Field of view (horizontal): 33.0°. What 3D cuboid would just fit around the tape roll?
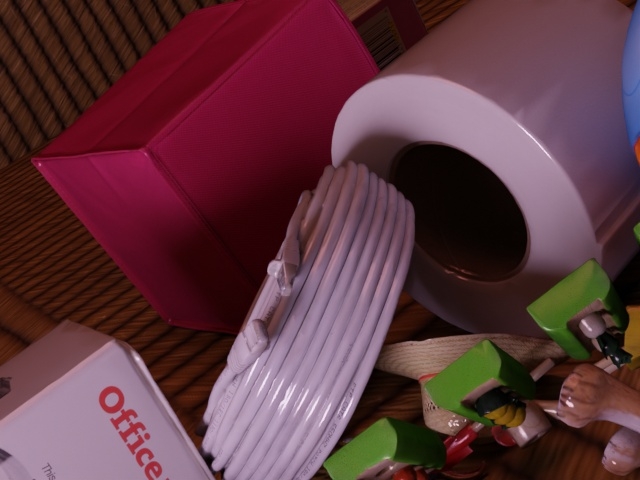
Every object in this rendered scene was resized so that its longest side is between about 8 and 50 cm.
[{"bbox_3d":[0.153,-0.064,0.861,0.246,0.246,0.169,-1,34,49],"label":"tape roll"}]

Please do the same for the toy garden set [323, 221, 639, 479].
[{"bbox_3d":[0.143,0.084,0.636,0.244,0.049,0.204,-39,-24,8],"label":"toy garden set"}]

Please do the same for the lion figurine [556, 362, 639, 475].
[{"bbox_3d":[0.160,0.177,0.436,0.240,0.142,0.392,28,47,34],"label":"lion figurine"}]

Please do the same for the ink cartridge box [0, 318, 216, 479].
[{"bbox_3d":[-0.211,0.211,0.726,0.273,0.197,0.114,-36,22,-23],"label":"ink cartridge box"}]

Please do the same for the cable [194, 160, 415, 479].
[{"bbox_3d":[-0.010,0.063,0.804,0.257,0.089,0.257,-68,3,-47],"label":"cable"}]

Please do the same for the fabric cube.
[{"bbox_3d":[-0.086,-0.077,1.124,0.259,0.254,0.258,3,44,52],"label":"fabric cube"}]

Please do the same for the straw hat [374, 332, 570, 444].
[{"bbox_3d":[0.105,0.111,0.759,0.144,0.144,0.061,-13,66,33],"label":"straw hat"}]

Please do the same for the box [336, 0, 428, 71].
[{"bbox_3d":[0.027,-0.169,1.293,0.243,0.213,0.117,0,34,50],"label":"box"}]

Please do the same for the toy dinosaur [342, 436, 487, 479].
[{"bbox_3d":[0.059,0.164,0.761,0.090,0.047,0.082,3,7,-12],"label":"toy dinosaur"}]

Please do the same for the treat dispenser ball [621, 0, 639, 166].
[{"bbox_3d":[0.335,-0.101,0.665,0.288,0.288,0.288,-24,21,10],"label":"treat dispenser ball"}]
